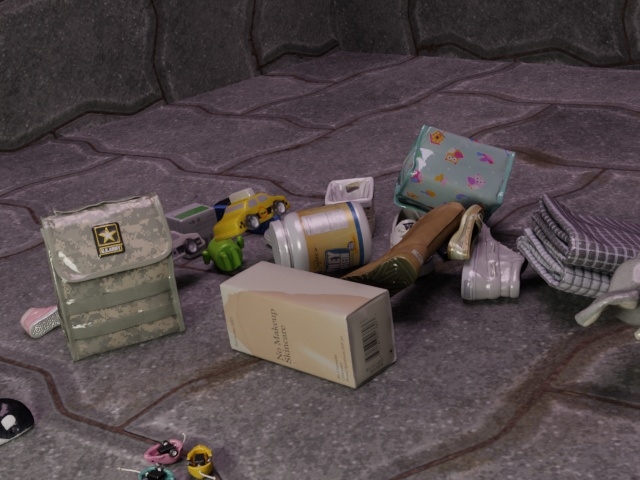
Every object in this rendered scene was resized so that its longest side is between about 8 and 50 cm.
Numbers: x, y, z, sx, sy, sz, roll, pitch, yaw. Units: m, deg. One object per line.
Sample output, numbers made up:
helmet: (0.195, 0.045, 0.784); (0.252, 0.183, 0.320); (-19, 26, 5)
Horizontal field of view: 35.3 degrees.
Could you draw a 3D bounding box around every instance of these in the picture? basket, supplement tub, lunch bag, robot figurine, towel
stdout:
basket: (0.075, -0.075, 2.396); (0.113, 0.103, 0.167); (-5, 22, 7)
supplement tub: (0.000, 0.000, 2.172); (0.199, 0.144, 0.144); (-12, 21, -9)
lunch bag: (-0.407, 0.057, 1.972); (0.235, 0.287, 0.169); (-14, 21, -18)
robot figurine: (-0.217, 0.029, 2.282); (0.101, 0.067, 0.115); (-26, 25, -13)
lunch bag: (0.286, -0.125, 2.240); (0.223, 0.160, 0.262); (18, -17, -1)
towel: (0.526, 0.018, 1.896); (0.235, 0.121, 0.284); (10, 18, -8)

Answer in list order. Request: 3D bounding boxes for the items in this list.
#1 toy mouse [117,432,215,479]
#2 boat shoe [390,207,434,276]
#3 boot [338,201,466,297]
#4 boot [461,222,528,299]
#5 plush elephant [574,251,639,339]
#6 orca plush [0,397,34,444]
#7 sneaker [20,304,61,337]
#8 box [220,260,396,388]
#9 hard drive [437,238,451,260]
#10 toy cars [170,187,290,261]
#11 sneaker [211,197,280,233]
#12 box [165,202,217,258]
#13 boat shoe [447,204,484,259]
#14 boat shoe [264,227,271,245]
toy mouse: (-0.233, 0.344, 1.521); (0.143, 0.031, 0.161); (-11, 21, -8)
boat shoe: (0.196, -0.002, 2.184); (0.096, 0.088, 0.267); (-4, 21, 9)
boot: (0.156, 0.039, 2.005); (0.236, 0.089, 0.269); (-25, 11, 35)
boot: (0.356, 0.044, 2.031); (0.123, 0.095, 0.258); (3, 31, 12)
plush elephant: (0.551, 0.114, 1.551); (0.272, 0.330, 0.255); (-28, 9, -27)
orca plush: (-0.633, 0.301, 1.675); (0.287, 0.102, 0.151); (-8, 21, -1)
sneaker: (-0.565, 0.153, 2.106); (0.134, 0.051, 0.070); (-29, 34, -35)
box: (-0.025, 0.144, 1.810); (0.311, 0.148, 0.121); (10, 27, 41)
hard drive: (0.298, 0.005, 2.223); (0.094, 0.022, 0.135); (-10, 21, -7)
toy cars: (-0.254, -0.026, 2.191); (0.393, 0.087, 0.176); (-24, 6, -6)
sneaker: (-0.177, -0.074, 2.514); (0.232, 0.081, 0.090); (8, 33, 39)
box: (-0.306, -0.024, 2.403); (0.101, 0.102, 0.087); (-25, 25, -34)
boat shoe: (0.299, -0.014, 1.999); (0.048, 0.056, 0.153); (10, 40, 27)
boat shoe: (-0.037, -0.023, 2.331); (0.227, 0.081, 0.079); (8, 26, 35)
